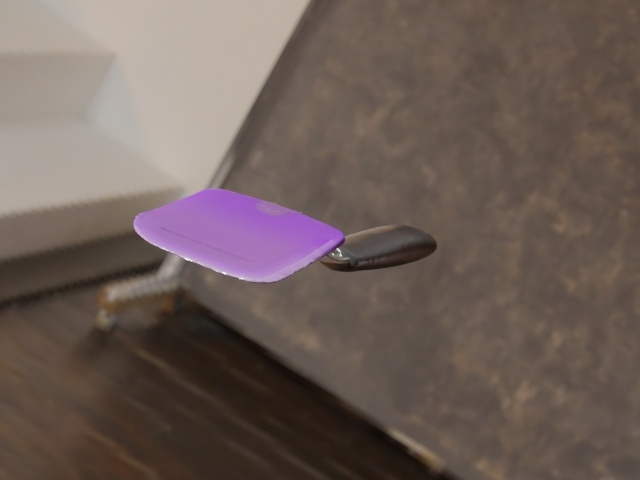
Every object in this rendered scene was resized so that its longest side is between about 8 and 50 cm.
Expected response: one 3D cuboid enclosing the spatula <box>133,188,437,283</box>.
[{"bbox_3d":[0.000,0.000,0.967,0.084,0.030,0.296,20,6,22],"label":"spatula"}]
